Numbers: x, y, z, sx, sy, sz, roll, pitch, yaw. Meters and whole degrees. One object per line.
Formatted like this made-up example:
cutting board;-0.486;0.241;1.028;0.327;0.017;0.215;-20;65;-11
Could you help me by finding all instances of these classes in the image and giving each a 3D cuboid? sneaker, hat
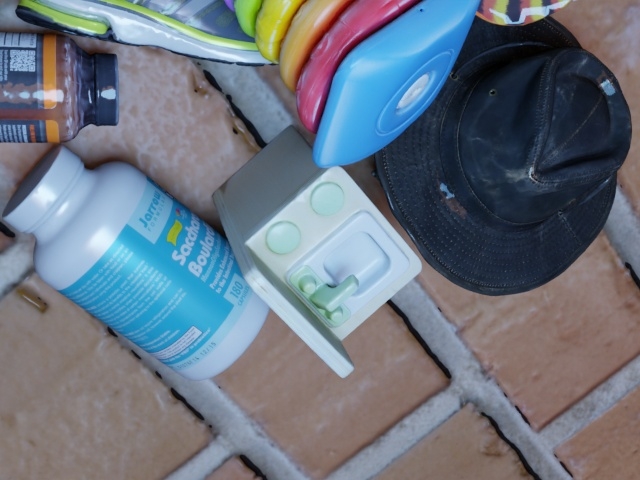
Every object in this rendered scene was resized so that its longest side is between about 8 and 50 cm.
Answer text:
sneaker;-0.127;-0.237;0.855;0.300;0.111;0.121;7;101;-22
hat;0.226;-0.101;0.921;0.331;0.134;0.331;1;87;-28

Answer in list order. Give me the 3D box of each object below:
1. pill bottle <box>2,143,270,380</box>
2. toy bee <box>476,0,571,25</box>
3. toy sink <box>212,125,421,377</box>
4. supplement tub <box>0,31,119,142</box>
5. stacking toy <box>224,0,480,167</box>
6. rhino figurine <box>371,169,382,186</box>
pill bottle;-0.186;0.019;0.918;0.264;0.146;0.146;40;98;-25
toy bee;0.094;-0.284;0.868;0.162;0.298;0.195;-51;159;18
toy sink;0.000;0.000;0.911;0.131;0.234;0.153;-41;115;5
supplement tub;-0.291;-0.143;0.847;0.198;0.106;0.106;0;112;-14
stacking toy;-0.025;-0.224;0.784;0.302;0.166;0.175;44;63;13
rhino figurine;0.158;-0.028;1.011;0.243;0.106;0.073;26;103;-23
